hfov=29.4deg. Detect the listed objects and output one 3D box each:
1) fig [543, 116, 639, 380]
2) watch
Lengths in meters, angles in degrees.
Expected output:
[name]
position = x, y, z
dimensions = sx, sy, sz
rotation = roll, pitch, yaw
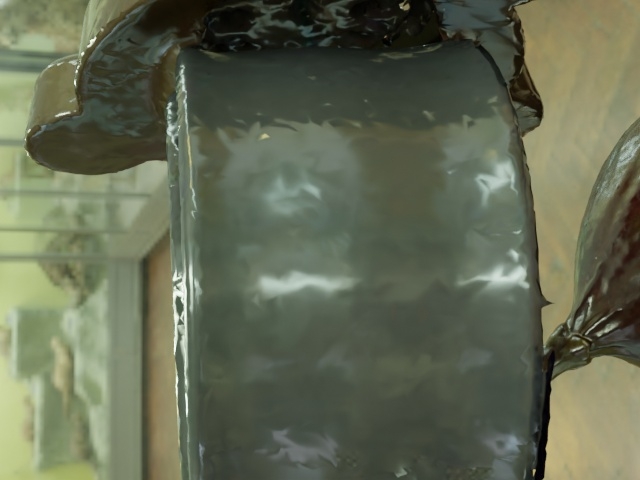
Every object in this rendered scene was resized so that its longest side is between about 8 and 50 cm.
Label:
[fig]
position = 0.233, 0.038, 0.807
dimensions = 0.217, 0.320, 0.217
rotation = 50, 168, 14
[watch]
position = 0.000, 0.000, 0.616
dimensions = 0.335, 0.314, 0.327
rotation = 105, 161, -67
